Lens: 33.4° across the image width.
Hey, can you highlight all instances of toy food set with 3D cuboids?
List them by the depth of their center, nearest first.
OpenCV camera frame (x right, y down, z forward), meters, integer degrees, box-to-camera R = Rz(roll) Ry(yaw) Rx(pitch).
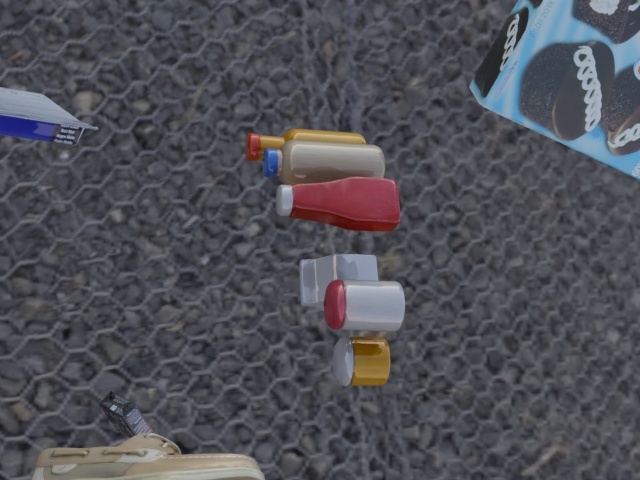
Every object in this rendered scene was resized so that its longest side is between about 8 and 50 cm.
[{"bbox_3d":[0.000,0.000,0.868,0.104,0.111,0.232,3,67,-14],"label":"toy food set"}]

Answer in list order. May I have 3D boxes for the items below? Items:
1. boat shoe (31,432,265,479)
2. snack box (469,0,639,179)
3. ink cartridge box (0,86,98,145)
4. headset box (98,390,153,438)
[{"bbox_3d":[-0.239,0.312,1.445,0.122,0.341,0.110,70,17,-50],"label":"boat shoe"},{"bbox_3d":[0.297,-0.232,0.967,0.187,0.322,0.060,21,22,-18],"label":"snack box"},{"bbox_3d":[-0.463,-0.181,1.522,0.223,0.224,0.045,5,105,-37],"label":"ink cartridge box"},{"bbox_3d":[-0.310,0.288,1.715,0.032,0.062,0.083,-49,137,-26],"label":"headset box"}]
